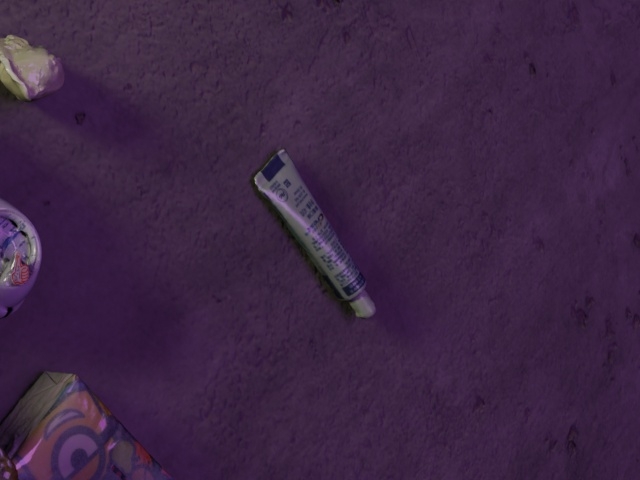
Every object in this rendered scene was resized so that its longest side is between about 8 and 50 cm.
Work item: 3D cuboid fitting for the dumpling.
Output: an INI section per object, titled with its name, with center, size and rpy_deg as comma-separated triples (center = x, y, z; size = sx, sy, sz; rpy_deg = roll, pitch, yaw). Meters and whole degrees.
[dumpling]
center = -0.247, -0.150, 0.948
size = 0.076, 0.052, 0.057
rpy_deg = -52, 127, -41

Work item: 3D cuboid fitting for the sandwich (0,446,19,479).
[sandwich]
center = -0.289, 0.161, 0.771
size = 0.258, 0.096, 0.094
rpy_deg = 54, 50, -22

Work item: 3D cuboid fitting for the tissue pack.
[tissue pack]
center = -0.205, 0.197, 0.940
size = 0.148, 0.060, 0.108
rpy_deg = 55, 49, -27

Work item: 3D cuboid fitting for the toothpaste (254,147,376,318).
[toothpaste]
center = 0.000, 0.000, 1.222
size = 0.216, 0.037, 0.062
rpy_deg = 56, 48, -22

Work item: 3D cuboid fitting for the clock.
[clock]
center = -0.281, -0.025, 0.872
size = 0.176, 0.080, 0.117
rpy_deg = 54, 48, -26
